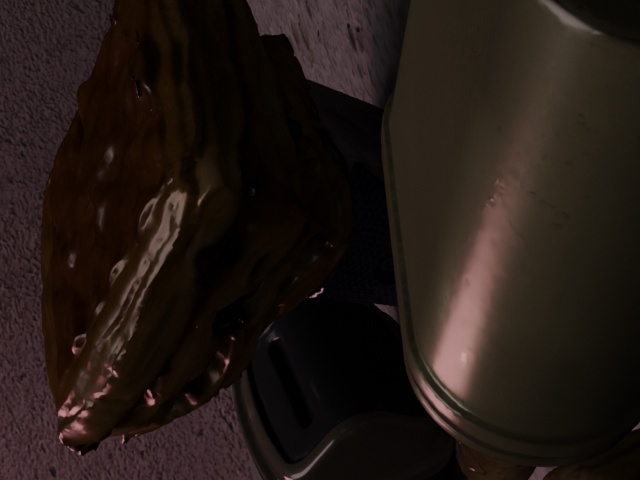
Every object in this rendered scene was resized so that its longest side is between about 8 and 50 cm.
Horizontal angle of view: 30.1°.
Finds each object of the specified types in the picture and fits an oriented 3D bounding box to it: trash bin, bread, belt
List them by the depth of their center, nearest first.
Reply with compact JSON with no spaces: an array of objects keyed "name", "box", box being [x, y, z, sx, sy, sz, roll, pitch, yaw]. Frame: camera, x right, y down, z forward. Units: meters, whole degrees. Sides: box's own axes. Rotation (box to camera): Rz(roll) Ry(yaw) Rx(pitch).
[{"name":"trash bin","box":[0.100,-0.068,0.507,0.247,0.121,0.243,95,174,-50]},{"name":"bread","box":[-0.095,-0.015,0.864,0.324,0.167,0.277,122,147,-41]},{"name":"belt","box":[0.028,-0.032,0.954,0.140,0.126,0.230,-70,26,20]},{"name":"trash bin","box":[0.027,0.199,1.131,0.209,0.182,0.290,-119,12,-45]}]

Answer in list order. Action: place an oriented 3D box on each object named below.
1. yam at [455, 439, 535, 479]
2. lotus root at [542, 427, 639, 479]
[{"name":"yam","box":[0.128,0.072,0.758,0.317,0.071,0.067,89,-163,-53]},{"name":"lotus root","box":[0.209,0.268,0.554,0.375,0.111,0.390,159,92,-80]}]
